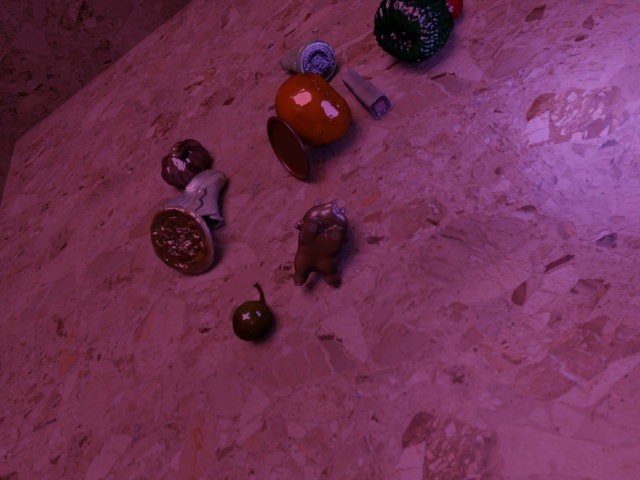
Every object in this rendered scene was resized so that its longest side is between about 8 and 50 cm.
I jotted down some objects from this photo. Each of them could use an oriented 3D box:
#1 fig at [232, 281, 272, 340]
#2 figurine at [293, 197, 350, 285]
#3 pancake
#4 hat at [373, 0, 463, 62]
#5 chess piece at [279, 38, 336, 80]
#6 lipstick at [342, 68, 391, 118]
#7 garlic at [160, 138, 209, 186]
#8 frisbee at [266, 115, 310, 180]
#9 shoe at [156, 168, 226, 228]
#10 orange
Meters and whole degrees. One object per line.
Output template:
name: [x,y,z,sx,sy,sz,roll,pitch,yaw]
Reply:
fig: [-0.209,0.217,1.457,0.124,0.124,0.236,-26,27,17]
figurine: [0.004,-0.003,1.408,0.177,0.247,0.173,-1,21,5]
pancake: [-0.510,0.000,1.683,0.282,0.049,0.283,5,107,18]
hat: [0.381,-0.802,1.660,0.332,0.242,0.274,-37,68,-23]
chess piece: [-0.061,-0.780,1.960,0.176,0.176,0.298,-44,35,1]
lipstick: [0.164,-0.552,1.702,0.077,0.079,0.253,-39,47,7]
garlic: [-0.606,-0.344,2.004,0.244,0.160,0.245,-15,56,24]
frisbee: [-0.114,-0.329,1.635,0.021,0.251,0.251,-33,45,-19]
shoe: [-0.455,-0.129,1.803,0.210,0.132,0.342,31,58,14]
orange: [-0.027,-0.462,1.633,0.226,0.283,0.284,-50,46,18]
